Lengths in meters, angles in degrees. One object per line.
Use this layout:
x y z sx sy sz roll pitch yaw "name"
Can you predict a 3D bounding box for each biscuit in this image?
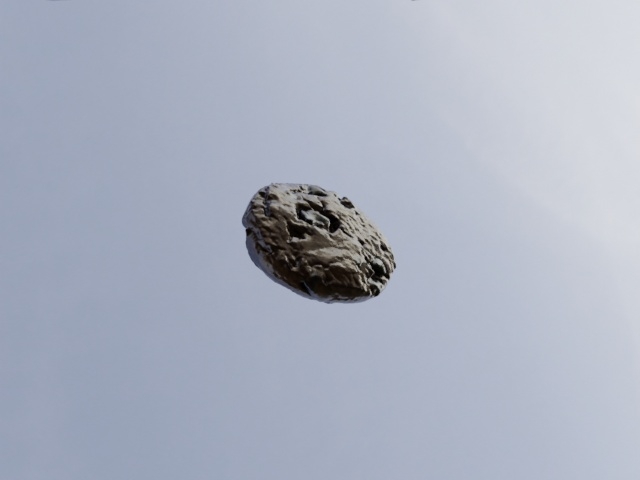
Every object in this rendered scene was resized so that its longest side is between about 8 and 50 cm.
0.000 0.000 1.045 0.192 0.049 0.192 19 -141 -16 "biscuit"
